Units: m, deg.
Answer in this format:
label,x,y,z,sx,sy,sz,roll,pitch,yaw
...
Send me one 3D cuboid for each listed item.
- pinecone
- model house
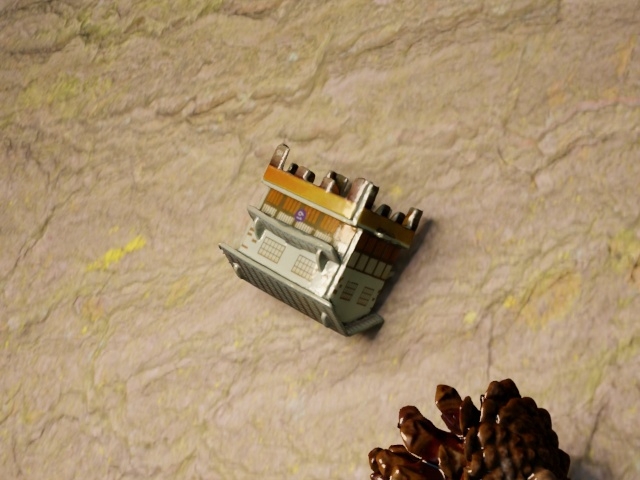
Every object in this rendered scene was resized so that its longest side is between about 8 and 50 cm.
label,x,y,z,sx,sy,sz,roll,pitch,yaw
pinecone,0.171,0.302,1.308,0.264,0.264,0.264,-11,61,20
model house,0.000,0.000,1.569,0.224,0.198,0.215,26,90,32
